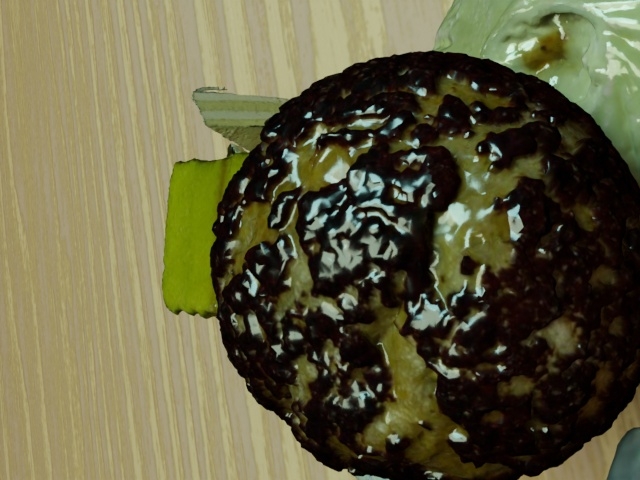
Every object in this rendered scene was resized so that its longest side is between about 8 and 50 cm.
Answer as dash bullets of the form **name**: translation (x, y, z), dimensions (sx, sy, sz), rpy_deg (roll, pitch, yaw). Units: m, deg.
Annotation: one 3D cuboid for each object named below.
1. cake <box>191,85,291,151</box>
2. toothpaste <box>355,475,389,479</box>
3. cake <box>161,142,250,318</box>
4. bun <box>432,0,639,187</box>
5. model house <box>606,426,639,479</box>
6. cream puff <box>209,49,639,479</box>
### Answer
- **cake**: translation (-0.067, -0.107, 0.813), dimensions (0.065, 0.121, 0.052), rpy_deg (-53, 44, 45)
- **toothpaste**: translation (0.050, 0.195, 0.731), dimensions (0.218, 0.033, 0.052), rpy_deg (35, 114, 48)
- **cake**: translation (0.000, 0.000, 0.685), dimensions (0.261, 0.179, 0.156), rpy_deg (3, 91, 47)
- **bun**: translation (0.160, -0.108, 0.522), dimensions (0.244, 0.153, 0.243), rpy_deg (-11, 76, 48)
- **model house**: translation (0.298, 0.053, 0.365), dimensions (0.271, 0.190, 0.300), rpy_deg (-11, 55, 56)
- **cream puff**: translation (0.050, 0.022, 0.445), dimensions (0.239, 0.165, 0.239), rpy_deg (10, 113, 26)
